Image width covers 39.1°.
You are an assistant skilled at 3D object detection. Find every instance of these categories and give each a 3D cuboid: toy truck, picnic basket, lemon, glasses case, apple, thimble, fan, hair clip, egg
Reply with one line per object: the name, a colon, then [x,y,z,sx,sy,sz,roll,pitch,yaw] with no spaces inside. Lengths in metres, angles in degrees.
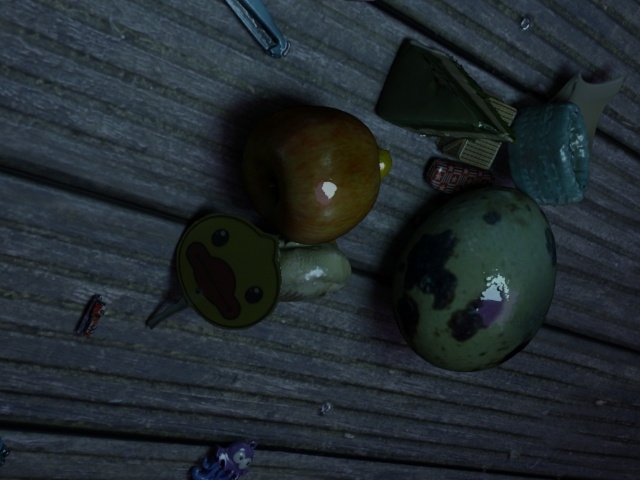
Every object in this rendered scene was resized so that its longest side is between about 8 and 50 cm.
toy truck: [-0.423,0.141,1.677,0.032,0.024,0.083,29,102,-14]
picnic basket: [0.341,-0.245,1.970,0.115,0.079,0.164,14,107,-40]
lemon: [0.115,-0.156,1.871,0.083,0.062,0.062,-47,135,15]
glasses case: [0.312,-0.139,2.033,0.194,0.049,0.073,8,113,-39]
apple: [-0.008,-0.127,1.666,0.264,0.264,0.264,-18,125,-27]
thimble: [0.509,-0.186,2.003,0.198,0.143,0.235,-22,105,-56]
fan: [-0.207,0.079,1.705,0.335,0.230,0.011,-33,174,20]
hair clip: [0.594,-0.265,2.136,0.172,0.113,0.282,-6,114,-34]
egg: [0.345,0.084,1.987,0.345,0.345,0.428,24,102,-42]

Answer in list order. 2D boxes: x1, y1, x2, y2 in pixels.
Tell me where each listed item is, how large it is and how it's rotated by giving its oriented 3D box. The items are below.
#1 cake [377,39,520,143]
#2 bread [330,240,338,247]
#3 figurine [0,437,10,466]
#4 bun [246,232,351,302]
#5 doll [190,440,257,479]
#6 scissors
cake: [0.246,-0.236,1.784,0.158,0.284,0.172,10,126,-39]
bread: [0.000,0.001,1.888,0.062,0.049,0.103,-36,130,-14]
figurine: [-0.613,0.365,1.638,0.136,0.079,0.077,57,36,-38]
bun: [-0.057,0.050,1.778,0.239,0.239,0.141,0,82,-36]
doll: [-0.226,0.514,2.020,0.206,0.067,0.110,-38,124,2]
scissors: [-0.157,-0.456,1.511,0.180,0.032,0.393,-44,132,-7]
